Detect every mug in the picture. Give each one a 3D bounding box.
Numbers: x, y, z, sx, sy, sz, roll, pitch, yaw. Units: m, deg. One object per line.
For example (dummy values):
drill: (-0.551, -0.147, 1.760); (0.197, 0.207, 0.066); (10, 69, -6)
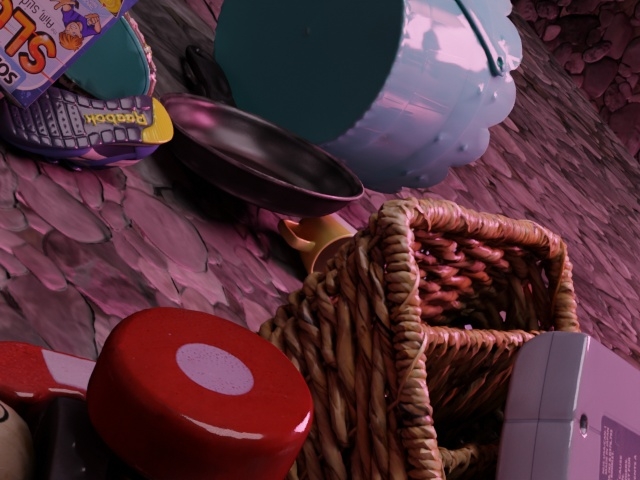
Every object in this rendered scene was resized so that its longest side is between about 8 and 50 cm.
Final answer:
mug: (0.004, 0.000, 1.338); (0.064, 0.062, 0.078); (53, -6, 47)

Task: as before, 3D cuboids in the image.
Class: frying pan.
frying pan: (-0.096, -0.105, 1.362); (0.197, 0.053, 0.326); (8, 23, -49)

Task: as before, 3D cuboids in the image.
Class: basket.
basket: (0.093, 0.125, 1.008); (0.213, 0.223, 0.299); (54, 19, 23)

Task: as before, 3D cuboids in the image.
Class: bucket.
bucket: (0.040, -0.191, 1.514); (0.183, 0.281, 0.281); (13, 36, -51)

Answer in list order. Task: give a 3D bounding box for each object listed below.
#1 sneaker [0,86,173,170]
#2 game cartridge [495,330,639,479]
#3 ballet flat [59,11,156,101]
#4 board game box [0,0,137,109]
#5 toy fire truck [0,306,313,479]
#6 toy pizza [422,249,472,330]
sneaker: (-0.182, -0.078, 1.129); (0.144, 0.059, 0.053); (3, 64, -38)
game cartridge: (0.165, 0.216, 0.964); (0.196, 0.060, 0.294); (36, 56, -59)
ballet flat: (-0.232, -0.200, 1.236); (0.241, 0.091, 0.077); (43, -4, -17)
board game box: (-0.226, -0.208, 1.033); (0.201, 0.136, 0.035); (49, -12, -28)
toy fire truck: (-0.141, 0.132, 0.622); (0.253, 0.169, 0.302); (18, 26, -18)
toy pizza: (0.117, 0.073, 1.418); (0.201, 0.032, 0.201); (51, 24, -34)
